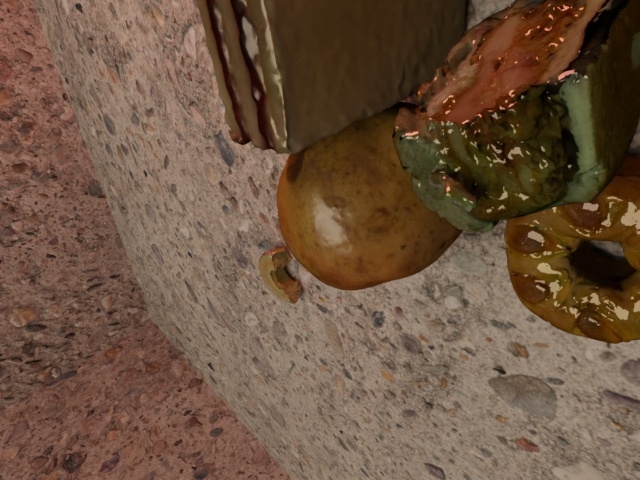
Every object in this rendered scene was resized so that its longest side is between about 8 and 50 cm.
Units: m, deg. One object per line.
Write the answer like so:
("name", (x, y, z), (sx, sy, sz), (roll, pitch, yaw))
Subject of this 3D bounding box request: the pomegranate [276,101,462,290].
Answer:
("pomegranate", (0.073, -0.063, 0.608), (0.281, 0.281, 0.281), (32, 139, 33))

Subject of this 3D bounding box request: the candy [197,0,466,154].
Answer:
("candy", (0.029, -0.241, 0.476), (0.135, 0.321, 0.179), (25, 138, 42))

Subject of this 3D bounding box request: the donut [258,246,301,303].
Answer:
("donut", (-0.113, 0.091, 1.148), (0.108, 0.065, 0.166), (3, 120, 51))

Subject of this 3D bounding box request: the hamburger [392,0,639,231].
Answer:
("hamburger", (0.209, -0.126, 0.419), (0.168, 0.288, 0.192), (15, 148, 44))

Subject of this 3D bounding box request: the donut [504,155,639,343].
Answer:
("donut", (0.332, 0.014, 0.480), (0.226, 0.114, 0.226), (32, 139, 33))
